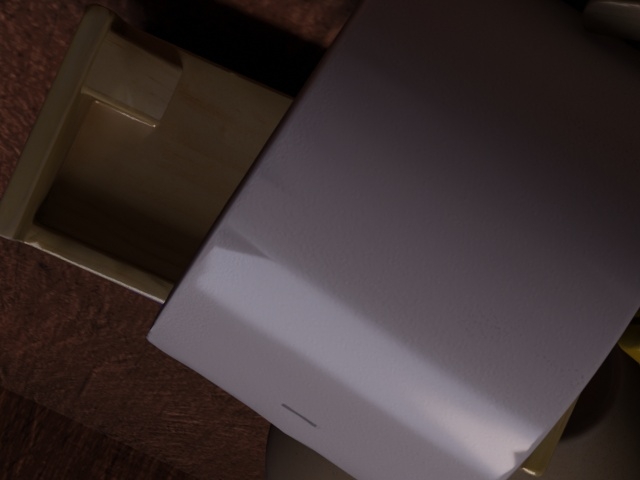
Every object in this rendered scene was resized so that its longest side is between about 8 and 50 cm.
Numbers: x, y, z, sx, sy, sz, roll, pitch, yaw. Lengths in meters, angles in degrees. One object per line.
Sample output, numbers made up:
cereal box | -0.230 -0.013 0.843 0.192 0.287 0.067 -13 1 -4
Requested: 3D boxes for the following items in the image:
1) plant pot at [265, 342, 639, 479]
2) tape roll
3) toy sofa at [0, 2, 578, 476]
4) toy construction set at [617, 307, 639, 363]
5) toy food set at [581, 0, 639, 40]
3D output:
plant pot | 0.116 0.124 1.175 0.284 0.284 0.191 23 144 3
tape roll | 0.051 -0.012 0.815 0.169 0.246 0.246 34 162 -3
toy sofa | 0.000 0.000 1.033 0.363 0.150 0.177 24 180 2
toy construction set | 0.222 0.068 0.803 0.257 0.309 0.237 -8 139 47
toy food set | 0.162 -0.145 0.665 0.132 0.038 0.192 13 152 16
